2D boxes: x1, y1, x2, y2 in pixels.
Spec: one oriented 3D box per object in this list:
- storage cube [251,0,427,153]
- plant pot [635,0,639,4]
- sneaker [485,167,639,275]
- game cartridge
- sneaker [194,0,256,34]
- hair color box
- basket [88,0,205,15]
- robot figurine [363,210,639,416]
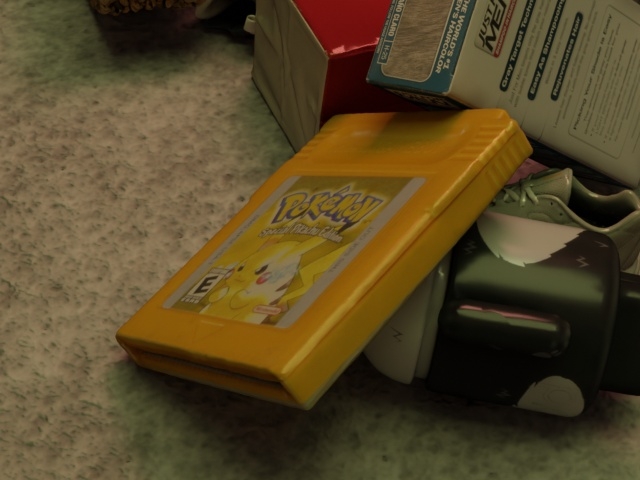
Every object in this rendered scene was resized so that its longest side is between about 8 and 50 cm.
[{"bbox_3d":[0.050,-0.204,1.496,0.193,0.183,0.215,-16,52,-19],"label":"storage cube"},{"bbox_3d":[0.394,-0.341,1.608,0.257,0.256,0.274,7,50,-2],"label":"plant pot"},{"bbox_3d":[0.196,-0.032,1.399,0.262,0.121,0.099,10,46,1],"label":"sneaker"},{"bbox_3d":[0.000,0.000,1.235,0.323,0.052,0.285,-48,27,-23],"label":"game cartridge"},{"bbox_3d":[-0.100,-0.316,1.635,0.153,0.094,0.235,-19,63,-34],"label":"sneaker"},{"bbox_3d":[0.209,-0.178,1.372,0.105,0.173,0.347,17,-1,42],"label":"hair color box"},{"bbox_3d":[-0.175,-0.383,1.598,0.223,0.213,0.299,-13,35,-15],"label":"basket"},{"bbox_3d":[0.168,0.060,1.273,0.278,0.209,0.173,11,60,2],"label":"robot figurine"}]
